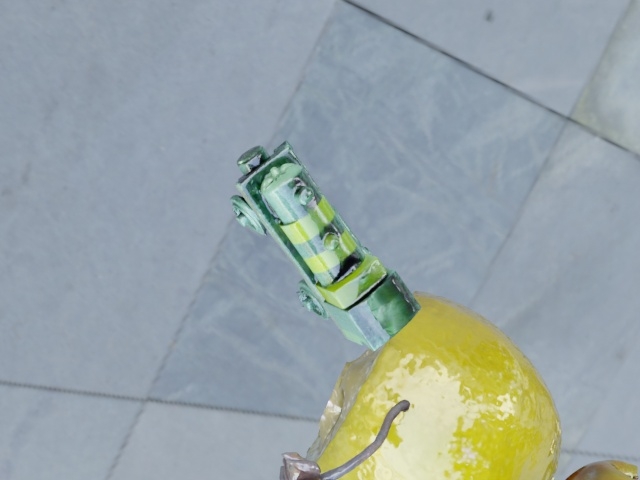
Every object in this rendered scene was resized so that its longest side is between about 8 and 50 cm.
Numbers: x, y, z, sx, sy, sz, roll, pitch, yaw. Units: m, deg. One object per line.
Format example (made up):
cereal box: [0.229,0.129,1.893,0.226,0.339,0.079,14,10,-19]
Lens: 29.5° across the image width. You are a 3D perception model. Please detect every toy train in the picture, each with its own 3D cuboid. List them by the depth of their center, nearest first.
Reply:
toy train: [-0.001,0.000,1.110,0.083,0.132,0.200,-43,109,-13]

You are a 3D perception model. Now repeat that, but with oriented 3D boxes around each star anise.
star anise: [0.052,0.271,1.407,0.227,0.218,0.148,-21,106,-18]

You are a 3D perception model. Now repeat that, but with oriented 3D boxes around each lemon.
lemon: [0.178,0.269,1.713,0.364,0.364,0.364,-24,131,-32]

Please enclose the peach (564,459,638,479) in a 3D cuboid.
peach: [0.304,0.314,1.338,0.118,0.151,0.151,-12,127,-11]
